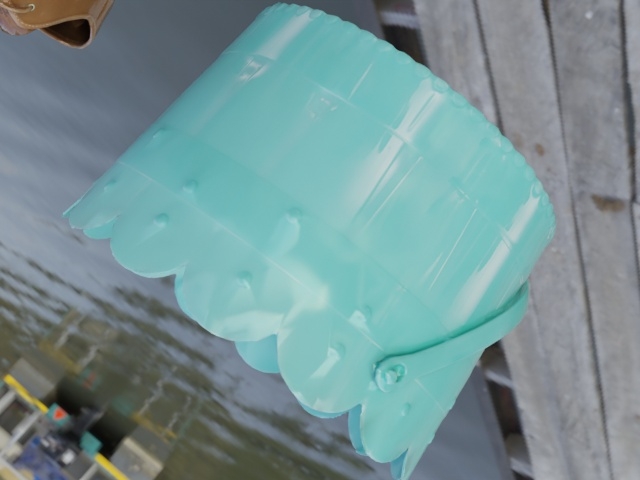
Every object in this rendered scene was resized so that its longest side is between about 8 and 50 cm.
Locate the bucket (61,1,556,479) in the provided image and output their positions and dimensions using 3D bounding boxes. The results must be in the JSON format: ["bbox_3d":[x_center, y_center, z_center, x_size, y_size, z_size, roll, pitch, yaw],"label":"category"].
[{"bbox_3d":[0.000,0.000,0.581,0.281,0.183,0.281,38,171,7],"label":"bucket"}]

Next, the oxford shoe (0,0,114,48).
[{"bbox_3d":[-0.145,-0.138,0.419,0.076,0.076,0.212,10,179,12],"label":"oxford shoe"}]
